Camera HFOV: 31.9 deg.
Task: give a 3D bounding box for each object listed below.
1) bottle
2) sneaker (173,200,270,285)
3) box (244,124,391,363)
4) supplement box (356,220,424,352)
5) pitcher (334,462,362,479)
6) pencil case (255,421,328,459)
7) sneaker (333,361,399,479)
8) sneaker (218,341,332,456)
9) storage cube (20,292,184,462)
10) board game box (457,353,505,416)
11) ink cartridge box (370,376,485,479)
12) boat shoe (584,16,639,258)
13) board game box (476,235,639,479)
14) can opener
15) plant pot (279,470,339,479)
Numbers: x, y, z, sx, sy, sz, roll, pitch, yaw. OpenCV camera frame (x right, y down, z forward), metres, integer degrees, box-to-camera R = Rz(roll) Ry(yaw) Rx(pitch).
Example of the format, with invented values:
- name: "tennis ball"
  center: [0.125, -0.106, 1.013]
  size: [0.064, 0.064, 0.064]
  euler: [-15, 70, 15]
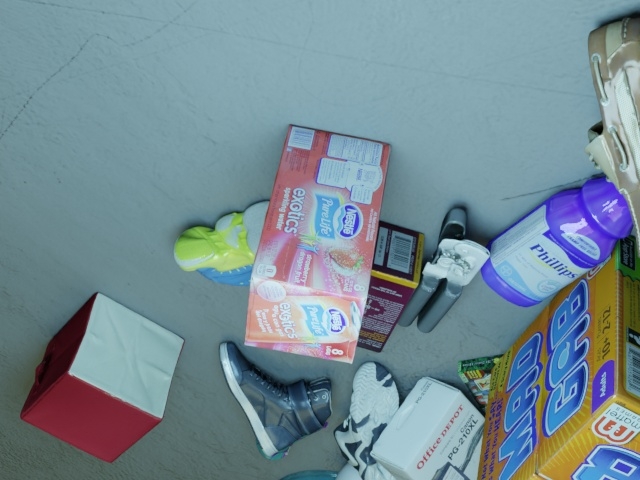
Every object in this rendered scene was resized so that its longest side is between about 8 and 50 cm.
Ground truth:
- name: "bottle"
  center: [0.354, -0.010, 1.580]
  size: [0.118, 0.092, 0.283]
  euler: [33, 134, -19]
- name: "sneaker"
  center: [-0.100, 0.009, 1.729]
  size: [0.240, 0.091, 0.126]
  euler: [-9, 153, 21]
- name: "box"
  center: [0.000, 0.000, 1.517]
  size: [0.154, 0.300, 0.142]
  euler: [10, 136, 1]
- name: "supplement box"
  center: [0.090, 0.073, 1.723]
  size: [0.080, 0.104, 0.188]
  euler: [17, 138, -5]
- name: "pitcher"
  center: [0.135, 0.469, 2.132]
  size: [0.177, 0.125, 0.207]
  euler: [37, 123, -15]
- name: "pencil case"
  center: [-0.056, 0.356, 2.097]
  size: [0.070, 0.064, 0.151]
  euler: [41, 133, -7]
- name: "sneaker"
  center: [0.072, 0.319, 2.008]
  size: [0.153, 0.094, 0.235]
  euler: [17, 124, 60]
- name: "sneaker"
  center: [-0.071, 0.253, 1.978]
  size: [0.163, 0.086, 0.226]
  euler: [-26, 105, 7]
- name: "storage cube"
  center: [-0.376, 0.242, 1.957]
  size: [0.215, 0.184, 0.193]
  euler: [31, 133, -19]
- name: "board game box"
  center: [0.350, 0.286, 1.955]
  size: [0.136, 0.030, 0.260]
  euler: [-15, 132, 24]
- name: "ink cartridge box"
  center: [0.225, 0.379, 1.964]
  size: [0.100, 0.172, 0.237]
  euler: [16, 154, 53]
- name: "boat shoe"
  center: [0.396, -0.126, 1.401]
  size: [0.116, 0.123, 0.324]
  euler: [2, 114, 29]
- name: "board game box"
  center: [0.471, 0.281, 1.611]
  size: [0.356, 0.357, 0.356]
  euler: [28, 128, -6]
- name: "can opener"
  center: [0.186, 0.056, 1.707]
  size: [0.074, 0.093, 0.280]
  euler: [18, 147, -4]
- name: "plant pot"
  center: [0.011, 0.646, 2.256]
  size: [0.271, 0.255, 0.272]
  euler: [6, 138, 5]
